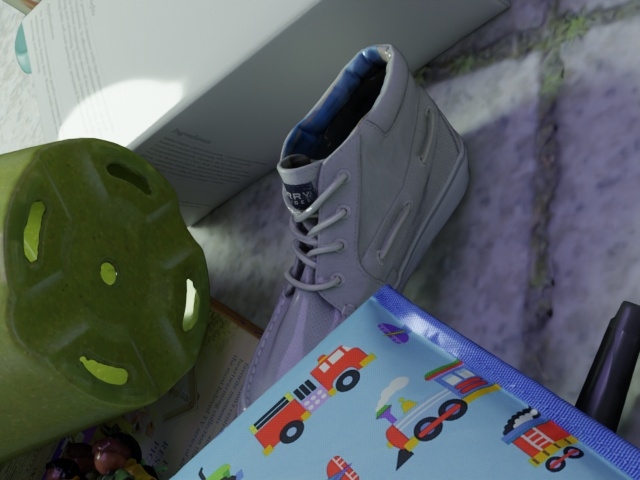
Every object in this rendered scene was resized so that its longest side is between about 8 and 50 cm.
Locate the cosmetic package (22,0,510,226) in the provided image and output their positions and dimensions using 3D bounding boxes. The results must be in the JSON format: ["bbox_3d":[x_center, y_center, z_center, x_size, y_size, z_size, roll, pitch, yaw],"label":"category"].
[{"bbox_3d":[-0.063,-0.179,0.757,0.365,0.155,0.197,-29,65,32],"label":"cosmetic package"}]

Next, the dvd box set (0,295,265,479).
[{"bbox_3d":[-0.111,0.202,0.713,0.420,0.062,0.308,24,89,50],"label":"dvd box set"}]

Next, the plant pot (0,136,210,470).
[{"bbox_3d":[-0.228,0.046,0.682,0.254,0.276,0.276,-17,59,32],"label":"plant pot"}]

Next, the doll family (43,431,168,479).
[{"bbox_3d":[-0.162,0.187,0.671,0.193,0.076,0.111,-22,60,42],"label":"doll family"}]

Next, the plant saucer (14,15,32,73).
[{"bbox_3d":[-0.370,-0.278,1.259,0.119,0.021,0.119,-23,55,37],"label":"plant saucer"}]

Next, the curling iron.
[{"bbox_3d":[0.126,0.163,0.496,0.274,0.035,0.068,-69,14,-9],"label":"curling iron"}]

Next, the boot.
[{"bbox_3d":[0.000,0.000,0.598,0.095,0.123,0.258,7,59,41],"label":"boot"}]

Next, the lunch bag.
[{"bbox_3d":[0.040,0.163,0.380,0.221,0.138,0.293,-42,21,-9],"label":"lunch bag"}]

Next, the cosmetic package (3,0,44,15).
[{"bbox_3d":[-0.244,-0.284,0.906,0.129,0.296,0.153,26,92,16],"label":"cosmetic package"}]
